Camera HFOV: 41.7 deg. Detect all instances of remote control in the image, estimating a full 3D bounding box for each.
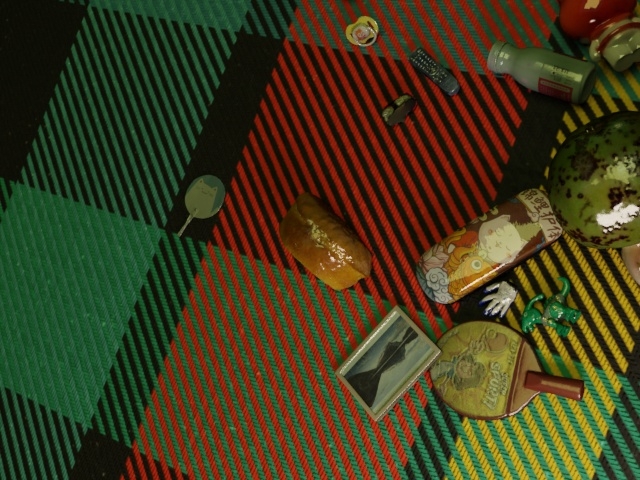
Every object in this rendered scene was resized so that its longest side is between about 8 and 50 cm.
[{"bbox_3d":[0.257,-0.378,1.891,0.043,0.027,0.152,-47,61,12],"label":"remote control"}]

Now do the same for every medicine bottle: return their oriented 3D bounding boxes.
[{"bbox_3d":[0.460,-0.358,1.758,0.217,0.090,0.090,26,87,28],"label":"medicine bottle"}]

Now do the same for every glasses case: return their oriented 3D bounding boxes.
[{"bbox_3d":[0.344,0.014,1.711,0.321,0.082,0.122,-33,63,12],"label":"glasses case"}]

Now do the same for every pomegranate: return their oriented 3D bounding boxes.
[{"bbox_3d":[0.578,-0.065,1.556,0.285,0.285,0.340,-25,100,16],"label":"pomegranate"}]

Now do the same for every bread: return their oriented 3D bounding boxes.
[{"bbox_3d":[-0.007,-0.006,1.843,0.129,0.134,0.260,-47,63,7],"label":"bread"}]

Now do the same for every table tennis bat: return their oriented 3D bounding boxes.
[{"bbox_3d":[0.362,0.264,1.663,0.310,0.038,0.200,9,80,29],"label":"table tennis bat"}]

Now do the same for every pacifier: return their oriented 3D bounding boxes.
[{"bbox_3d":[0.103,-0.498,1.984,0.083,0.068,0.064,-29,30,36],"label":"pacifier"}]

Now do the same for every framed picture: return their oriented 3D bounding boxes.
[{"bbox_3d":[0.139,0.256,1.756,0.203,0.015,0.150,-48,56,8],"label":"framed picture"}]

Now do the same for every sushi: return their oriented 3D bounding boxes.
[{"bbox_3d":[0.178,-0.298,1.903,0.083,0.044,0.046,-38,42,8],"label":"sushi"}]

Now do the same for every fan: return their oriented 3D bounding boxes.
[{"bbox_3d":[-0.302,-0.082,2.065,0.113,0.005,0.175,33,89,27],"label":"fan"}]

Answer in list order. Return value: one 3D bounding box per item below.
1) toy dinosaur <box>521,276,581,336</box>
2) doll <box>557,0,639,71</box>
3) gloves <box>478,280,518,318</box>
[{"bbox_3d":[0.453,0.134,1.647,0.096,0.059,0.132,31,97,33],"label":"toy dinosaur"},{"bbox_3d":[0.570,-0.477,1.724,0.161,0.130,0.290,-30,60,14],"label":"doll"},{"bbox_3d":[0.360,0.118,1.708,0.064,0.026,0.086,37,97,29],"label":"gloves"}]
